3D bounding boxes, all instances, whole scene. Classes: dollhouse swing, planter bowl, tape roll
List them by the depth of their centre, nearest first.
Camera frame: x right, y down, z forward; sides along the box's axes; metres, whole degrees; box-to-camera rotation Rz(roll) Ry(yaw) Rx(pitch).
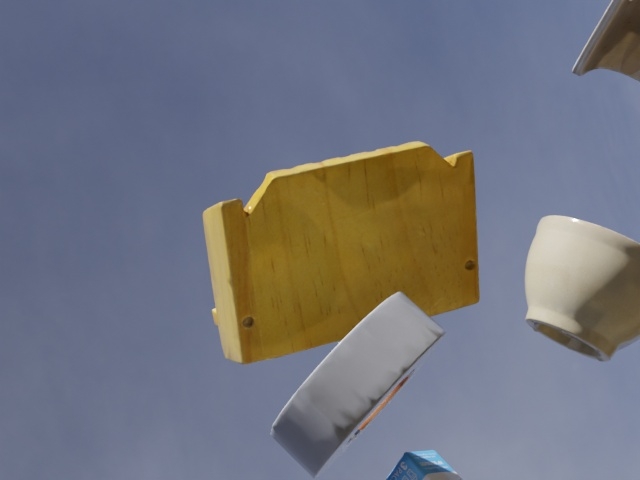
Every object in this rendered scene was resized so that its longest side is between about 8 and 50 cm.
[{"bbox_3d":[0.284,0.060,0.992,0.162,0.162,0.109,34,-101,-38],"label":"planter bowl"},{"bbox_3d":[0.043,0.161,1.050,0.072,0.219,0.219,43,-135,12],"label":"tape roll"},{"bbox_3d":[0.000,0.000,1.343,0.347,0.305,0.315,-13,-67,-17],"label":"dollhouse swing"}]

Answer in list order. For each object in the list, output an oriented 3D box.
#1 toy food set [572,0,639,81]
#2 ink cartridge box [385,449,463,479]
[{"bbox_3d":[0.377,-0.145,0.709,0.306,0.219,0.092,30,-136,8],"label":"toy food set"},{"bbox_3d":[0.135,0.318,0.974,0.062,0.181,0.104,13,-66,-50],"label":"ink cartridge box"}]
